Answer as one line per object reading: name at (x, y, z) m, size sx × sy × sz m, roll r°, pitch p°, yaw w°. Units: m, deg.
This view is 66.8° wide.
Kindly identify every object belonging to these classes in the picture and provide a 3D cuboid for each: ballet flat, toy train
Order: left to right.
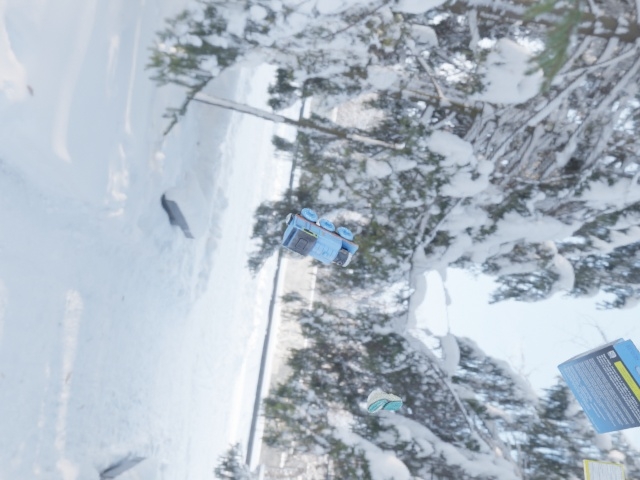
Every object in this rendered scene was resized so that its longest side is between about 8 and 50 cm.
toy train at (0.000, 0.000, 1.123) m, size 0.080 × 0.184 × 0.105 m, roll -54°, pitch -164°, yaw 33°
ballet flat at (0.239, 0.641, 1.944) m, size 0.248 × 0.086 × 0.086 m, roll 27°, pitch 64°, yaw -50°

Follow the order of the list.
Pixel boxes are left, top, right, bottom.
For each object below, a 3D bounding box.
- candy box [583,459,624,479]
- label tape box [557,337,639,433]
candy box at (0.816, 0.742, 1.382) m, size 0.027 × 0.105 × 0.206 m, roll 88°, pitch 10°, yaw -63°
label tape box at (0.929, 0.439, 1.490) m, size 0.240 × 0.106 × 0.333 m, roll 64°, pitch -24°, yaw 20°
